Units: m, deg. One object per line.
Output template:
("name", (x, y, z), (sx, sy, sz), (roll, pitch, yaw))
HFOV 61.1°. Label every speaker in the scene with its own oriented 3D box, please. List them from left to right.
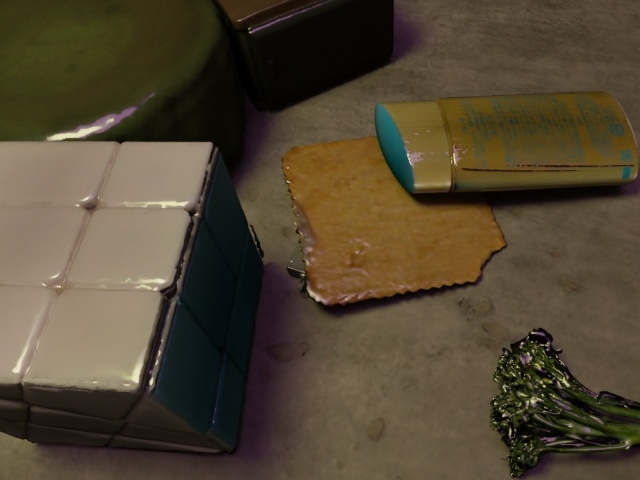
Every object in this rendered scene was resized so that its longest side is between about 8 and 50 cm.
("speaker", (-0.029, -0.328, 0.773), (0.231, 0.153, 0.192), (-25, 57, -9))

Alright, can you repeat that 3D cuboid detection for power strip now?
("power strip", (0.000, 0.000, 0.638), (0.051, 0.019, 0.136), (15, 61, 14))

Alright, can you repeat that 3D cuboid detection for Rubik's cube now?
("Rubik's cube", (-0.192, 0.058, 0.502), (0.222, 0.231, 0.224), (1, 59, 8))

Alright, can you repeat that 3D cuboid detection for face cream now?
("face cream", (0.211, -0.118, 0.643), (0.285, 0.067, 0.139), (-2, 56, -1))

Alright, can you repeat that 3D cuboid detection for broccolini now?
("broccolini", (0.284, 0.124, 0.496), (0.272, 0.062, 0.123), (-15, 72, 5))

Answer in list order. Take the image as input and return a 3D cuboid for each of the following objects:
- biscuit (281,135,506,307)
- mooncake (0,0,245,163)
("biscuit", (0.083, -0.040, 0.640), (0.237, 0.013, 0.232), (-8, 57, -6))
("mooncake", (-0.274, -0.178, 0.689), (0.357, 0.194, 0.356), (-2, 55, 2))
